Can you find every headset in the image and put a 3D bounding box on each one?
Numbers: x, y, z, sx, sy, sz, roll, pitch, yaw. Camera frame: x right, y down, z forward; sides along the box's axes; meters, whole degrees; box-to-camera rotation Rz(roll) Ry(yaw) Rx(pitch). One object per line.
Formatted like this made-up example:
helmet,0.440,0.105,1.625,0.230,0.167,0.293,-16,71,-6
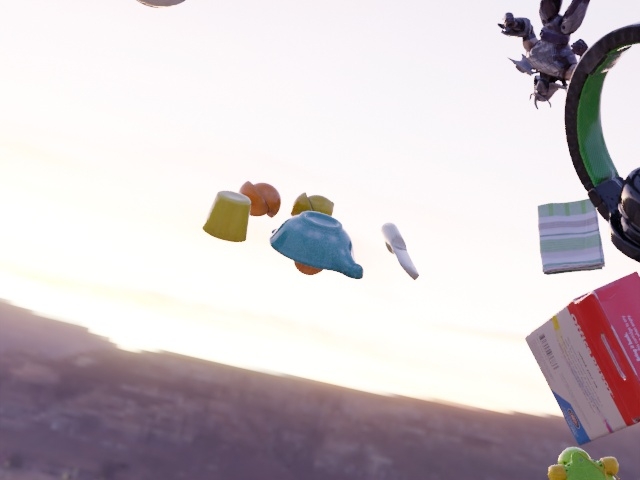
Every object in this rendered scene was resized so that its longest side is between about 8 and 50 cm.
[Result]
headset,0.424,-0.059,1.500,0.185,0.394,0.243,-20,-20,-35

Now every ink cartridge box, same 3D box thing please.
ink cartridge box,0.295,0.119,1.443,0.078,0.134,0.231,-23,-10,-13

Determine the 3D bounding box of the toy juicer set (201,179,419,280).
toy juicer set,0.000,0.000,2.149,0.329,0.089,0.209,19,17,8

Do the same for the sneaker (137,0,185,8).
sneaker,-0.197,-0.387,1.722,0.131,0.350,0.148,8,-36,-14

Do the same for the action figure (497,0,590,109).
action figure,0.356,-0.330,2.150,0.185,0.285,0.099,27,29,31

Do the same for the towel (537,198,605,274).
towel,0.448,-0.009,2.578,0.113,0.152,0.023,-6,-35,9

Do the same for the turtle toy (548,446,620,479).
turtle toy,0.348,0.323,1.891,0.095,0.130,0.066,-7,-45,-3
